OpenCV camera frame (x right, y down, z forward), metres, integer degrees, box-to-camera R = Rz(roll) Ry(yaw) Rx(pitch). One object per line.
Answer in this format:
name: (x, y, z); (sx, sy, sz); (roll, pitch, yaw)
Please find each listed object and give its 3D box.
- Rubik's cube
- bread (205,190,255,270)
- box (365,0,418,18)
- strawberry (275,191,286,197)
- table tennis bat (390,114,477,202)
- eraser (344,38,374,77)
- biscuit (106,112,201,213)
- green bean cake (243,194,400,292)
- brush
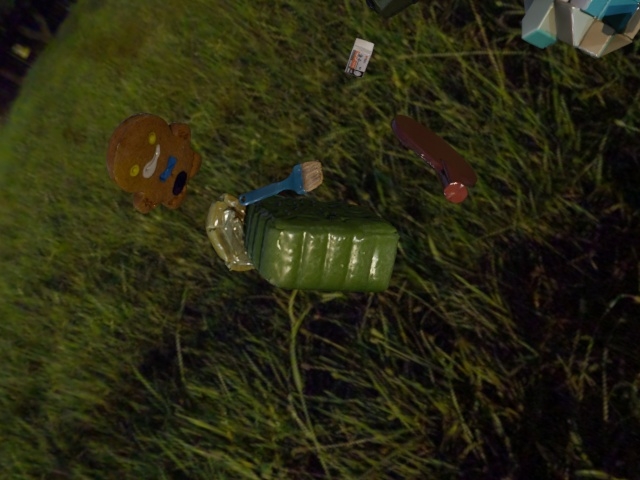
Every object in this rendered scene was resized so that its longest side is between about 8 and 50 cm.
Rubik's cube: (0.512, -0.466, 1.224); (0.213, 0.265, 0.224); (-61, 39, 26)
bread: (-0.152, -0.019, 1.182); (0.117, 0.156, 0.064); (-33, 24, -12)
box: (0.039, -0.278, 0.442); (0.058, 0.211, 0.350); (-37, 14, 3)
strawberry: (-0.110, -0.069, 1.371); (0.106, 0.106, 0.106); (-41, 33, 34)
table tennis bat: (0.297, -0.208, 1.566); (0.051, 0.268, 0.415); (-53, 19, 23)
eraser: (0.102, -0.481, 1.646); (0.122, 0.052, 0.029); (114, 172, -68)
biscuit: (-0.288, -0.135, 1.098); (0.039, 0.236, 0.180); (23, 86, 23)
green bean cake: (0.000, 0.000, 1.071); (0.222, 0.248, 0.125); (-136, 54, -67)
brush: (-0.068, -0.088, 1.030); (0.164, 0.014, 0.051); (-17, 68, 26)
